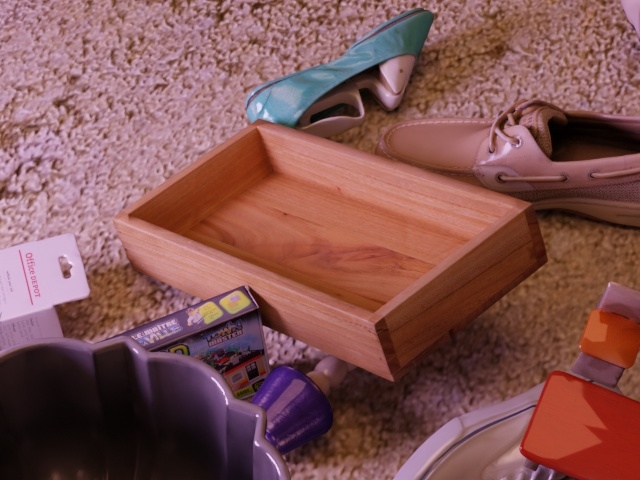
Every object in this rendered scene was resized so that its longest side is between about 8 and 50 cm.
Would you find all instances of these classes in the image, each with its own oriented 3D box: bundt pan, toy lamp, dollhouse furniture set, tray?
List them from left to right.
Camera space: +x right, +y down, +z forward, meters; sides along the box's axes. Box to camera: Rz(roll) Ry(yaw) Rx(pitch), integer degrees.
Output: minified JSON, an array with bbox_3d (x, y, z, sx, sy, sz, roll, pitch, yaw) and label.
[{"bbox_3d":[-0.175,0.223,1.331,0.331,0.124,0.330,-4,43,4],"label":"bundt pan"},{"bbox_3d":[0.000,0.000,1.922,0.203,0.076,0.411,-36,34,-26],"label":"tray"},{"bbox_3d":[0.031,0.104,1.879,0.080,0.080,0.275,28,55,32],"label":"toy lamp"},{"bbox_3d":[0.296,0.189,1.648,0.259,0.135,0.262,21,71,6],"label":"dollhouse furniture set"}]

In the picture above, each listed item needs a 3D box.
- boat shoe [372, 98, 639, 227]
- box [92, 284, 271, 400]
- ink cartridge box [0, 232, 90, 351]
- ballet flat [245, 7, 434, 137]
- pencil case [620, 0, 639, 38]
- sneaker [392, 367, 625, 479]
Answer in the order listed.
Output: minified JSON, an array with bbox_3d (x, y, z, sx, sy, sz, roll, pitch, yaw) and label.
[{"bbox_3d":[0.217,-0.095,2.035,0.341,0.110,0.121,4,45,13],"label":"boat shoe"},{"bbox_3d":[-0.151,0.127,1.857,0.207,0.114,0.036,-22,45,-13],"label":"box"},{"bbox_3d":[-0.318,0.065,1.984,0.180,0.060,0.104,-15,43,-7],"label":"ink cartridge box"},{"bbox_3d":[0.038,-0.167,2.174,0.247,0.083,0.087,-29,71,-20],"label":"ballet flat"},{"bbox_3d":[0.438,-0.173,2.033,0.160,0.183,0.410,-12,44,-5],"label":"pencil case"},{"bbox_3d":[0.174,0.194,1.752,0.258,0.094,0.091,-29,44,-20],"label":"sneaker"}]
